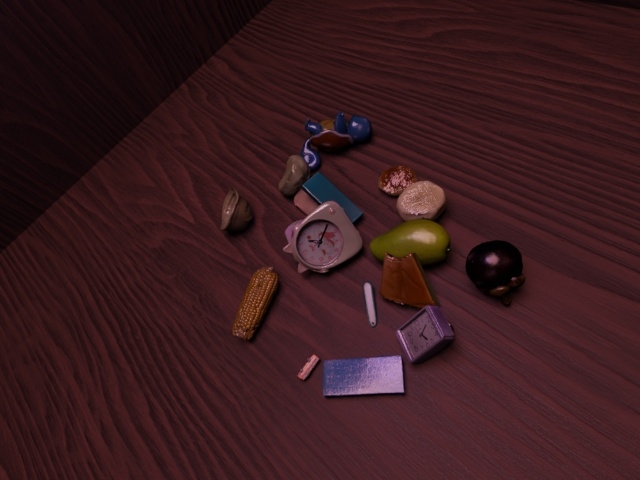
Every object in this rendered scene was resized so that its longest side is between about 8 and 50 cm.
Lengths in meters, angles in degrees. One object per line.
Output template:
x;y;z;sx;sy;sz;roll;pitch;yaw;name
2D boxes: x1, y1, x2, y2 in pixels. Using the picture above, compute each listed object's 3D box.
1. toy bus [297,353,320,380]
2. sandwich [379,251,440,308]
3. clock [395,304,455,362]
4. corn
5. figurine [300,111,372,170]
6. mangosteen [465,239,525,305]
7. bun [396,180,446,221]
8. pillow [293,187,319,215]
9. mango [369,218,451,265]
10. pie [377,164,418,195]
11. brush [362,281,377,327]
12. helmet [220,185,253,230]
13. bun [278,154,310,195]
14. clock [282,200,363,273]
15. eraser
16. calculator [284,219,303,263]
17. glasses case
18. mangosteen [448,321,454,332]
-0.046;0.510;1.777;0.043;0.031;0.110;31;74;27;toy bus
0.358;0.153;1.744;0.244;0.063;0.212;13;107;28;sandwich
0.381;0.343;1.627;0.193;0.073;0.145;-50;47;33;clock
-0.283;0.270;1.964;0.130;0.130;0.347;10;67;26;corn
0.051;-0.553;2.294;0.415;0.298;0.243;-28;85;7;figurine
0.658;0.122;1.651;0.211;0.211;0.250;-19;84;10;mangosteen
0.438;-0.151;1.935;0.220;0.134;0.221;-15;49;18;bun
-0.012;-0.187;2.178;0.173;0.067;0.270;-45;56;-8;pillow
0.365;0.014;1.841;0.342;0.156;0.193;-7;79;24;mango
0.363;-0.281;2.084;0.193;0.079;0.163;-4;63;17;pie
0.207;0.265;1.835;0.043;0.032;0.194;-11;68;10;brush
-0.416;-0.143;2.270;0.204;0.137;0.258;-49;33;37;helmet
-0.127;-0.325;2.261;0.213;0.126;0.204;-57;20;32;bun
0.000;0.000;1.958;0.324;0.265;0.108;-33;9;4;clock
0.161;0.517;1.682;0.311;0.043;0.144;-9;58;17;eraser
-0.082;0.006;2.099;0.141;0.045;0.246;-25;55;5;calculator
0.056;-0.182;2.084;0.117;0.070;0.301;-41;74;-16;glasses case
0.458;0.342;1.654;0.080;0.081;0.081;-10;56;16;mangosteen
